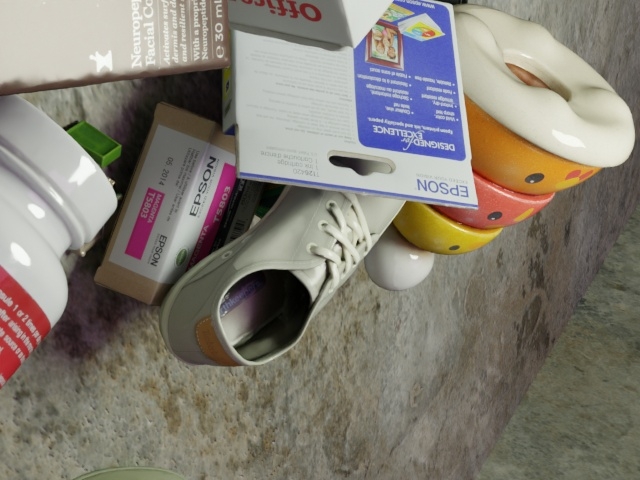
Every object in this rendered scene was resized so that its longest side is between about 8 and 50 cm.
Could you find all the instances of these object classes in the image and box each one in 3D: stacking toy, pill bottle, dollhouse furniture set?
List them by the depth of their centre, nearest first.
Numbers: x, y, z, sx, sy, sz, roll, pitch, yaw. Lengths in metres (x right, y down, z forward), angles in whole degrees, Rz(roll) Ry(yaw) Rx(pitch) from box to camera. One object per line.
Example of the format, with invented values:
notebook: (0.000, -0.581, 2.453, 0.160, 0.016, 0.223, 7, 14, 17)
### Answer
pill bottle: (-0.369, 0.065, 0.748, 0.407, 0.229, 0.229, -53, 146, -24)
dollhouse furniture set: (-0.272, -0.059, 1.027, 0.076, 0.058, 0.151, -48, 164, -44)
stacking toy: (0.222, -0.095, 1.408, 0.350, 0.350, 0.480, -24, 153, -50)

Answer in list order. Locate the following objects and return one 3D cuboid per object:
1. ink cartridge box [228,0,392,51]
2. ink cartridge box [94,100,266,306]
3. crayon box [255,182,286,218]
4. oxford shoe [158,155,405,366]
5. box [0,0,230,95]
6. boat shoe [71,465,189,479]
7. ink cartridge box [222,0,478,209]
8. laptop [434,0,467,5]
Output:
ink cartridge box: (-0.081, -0.403, 0.868, 0.160, 0.279, 0.384, -54, 147, -26)
ink cartridge box: (-0.164, -0.035, 1.124, 0.234, 0.088, 0.193, -69, 160, 2)
crayon box: (0.010, -0.145, 1.251, 0.081, 0.165, 0.278, 37, 80, -39)
oxford shoe: (0.000, 0.000, 1.097, 0.449, 0.130, 0.169, -43, 121, -23)
box: (-0.246, -0.222, 0.714, 0.381, 0.143, 0.191, -21, 118, -48)
boat shoe: (-0.310, 0.393, 1.148, 0.340, 0.127, 0.113, -12, 119, -53)
ink cartridge box: (0.031, -0.180, 1.085, 0.072, 0.303, 0.307, 134, -42, -59)
laptop: (0.126, -0.365, 1.474, 0.408, 0.236, 0.382, -76, 167, -55)
